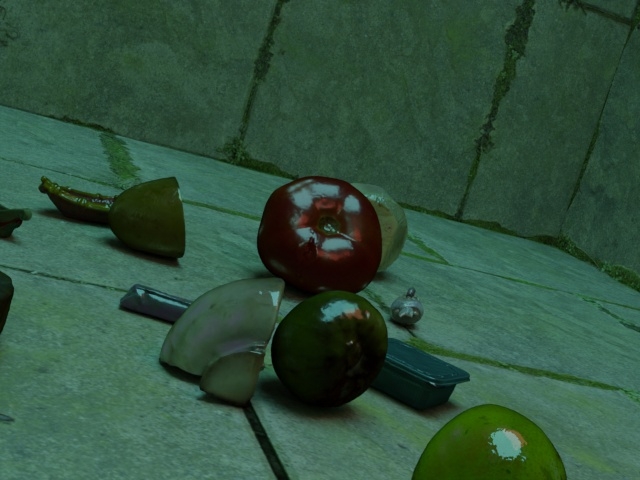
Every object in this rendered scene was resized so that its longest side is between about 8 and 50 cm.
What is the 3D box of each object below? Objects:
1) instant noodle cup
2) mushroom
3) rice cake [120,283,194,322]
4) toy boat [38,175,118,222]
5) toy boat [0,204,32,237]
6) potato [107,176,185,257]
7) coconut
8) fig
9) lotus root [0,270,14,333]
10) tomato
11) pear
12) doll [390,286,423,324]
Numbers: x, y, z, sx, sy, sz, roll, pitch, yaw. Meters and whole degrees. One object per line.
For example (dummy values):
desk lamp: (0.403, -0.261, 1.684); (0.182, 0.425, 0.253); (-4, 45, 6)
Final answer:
instant noodle cup: (0.155, 0.234, 1.766); (0.179, 0.070, 0.157); (22, 10, 30)
mushroom: (-0.151, 0.127, 1.551); (0.162, 0.173, 0.236); (14, 11, -5)
rice cake: (-0.219, 0.131, 1.766); (0.269, 0.049, 0.055); (17, -12, 0)
toy boat: (-0.509, -0.091, 2.338); (0.317, 0.099, 0.141); (3, 13, -43)
toy boat: (-0.640, -0.054, 1.991); (0.185, 0.071, 0.089); (22, 10, 28)
potato: (-0.379, -0.049, 2.188); (0.158, 0.178, 0.203); (-1, 40, -13)
coconut: (0.111, -0.036, 2.683); (0.239, 0.239, 0.244); (16, 10, -5)
fig: (0.007, 0.168, 1.580); (0.181, 0.181, 0.191); (9, -10, -36)
lotus root: (-0.605, 0.068, 1.338); (0.390, 0.111, 0.375); (5, 11, -44)
tomato: (0.000, 0.000, 2.291); (0.298, 0.299, 0.226); (16, -30, -3)
pear: (0.199, 0.300, 1.196); (0.187, 0.188, 0.220); (18, 24, 6)
doll: (0.194, 0.145, 2.251); (0.073, 0.084, 0.127); (16, 3, 2)
